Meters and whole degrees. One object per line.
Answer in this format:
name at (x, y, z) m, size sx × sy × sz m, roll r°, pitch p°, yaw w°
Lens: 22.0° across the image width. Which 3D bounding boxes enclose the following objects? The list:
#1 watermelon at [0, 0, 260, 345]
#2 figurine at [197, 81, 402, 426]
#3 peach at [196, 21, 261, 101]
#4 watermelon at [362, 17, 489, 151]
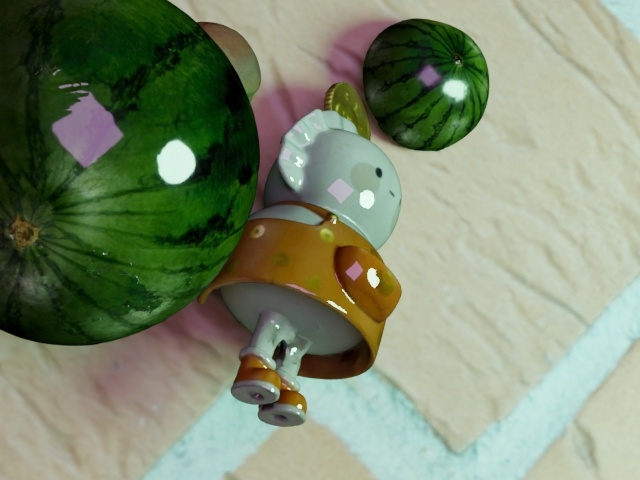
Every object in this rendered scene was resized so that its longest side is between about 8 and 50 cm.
watermelon at (-0.156, -0.051, 1.071) m, size 0.242 × 0.242 × 0.242 m, roll 3°, pitch 77°, yaw -14°
figurine at (-0.009, 0.003, 1.176) m, size 0.143 × 0.143 × 0.271 m, roll 12°, pitch 50°, yaw -12°
peach at (-0.086, -0.122, 1.198) m, size 0.083 × 0.083 × 0.083 m, roll 3°, pitch 77°, yaw -14°
watermelon at (0.087, -0.124, 1.255) m, size 0.106 × 0.062 × 0.105 m, roll 5°, pitch 78°, yaw -23°
